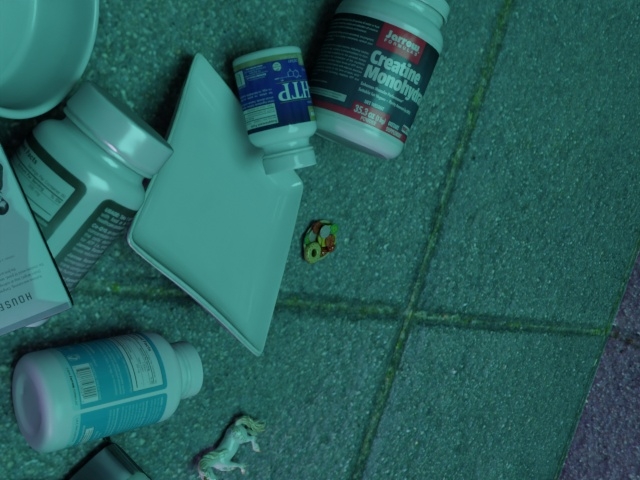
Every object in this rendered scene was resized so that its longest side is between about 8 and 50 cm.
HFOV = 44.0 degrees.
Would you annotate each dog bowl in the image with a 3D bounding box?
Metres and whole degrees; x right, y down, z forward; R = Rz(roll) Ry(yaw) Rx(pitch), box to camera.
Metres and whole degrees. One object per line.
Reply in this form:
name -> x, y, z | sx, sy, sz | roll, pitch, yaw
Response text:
dog bowl -> -0.374, -0.276, 0.900 | 0.265, 0.104, 0.264 | 13, 90, -71

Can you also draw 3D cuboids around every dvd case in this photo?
dvd case -> -0.404, 0.000, 0.871 | 0.179, 0.029, 0.238 | -22, 109, -12

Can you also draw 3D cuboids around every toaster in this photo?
toaster -> -0.343, 0.438, 1.288 | 0.168, 0.110, 0.185 | -45, 131, -22

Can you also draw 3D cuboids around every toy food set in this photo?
toy food set -> 0.000, 0.000, 1.494 | 0.083, 0.020, 0.082 | -13, 115, -39

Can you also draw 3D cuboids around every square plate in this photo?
square plate -> -0.153, -0.048, 1.223 | 0.344, 0.049, 0.347 | 50, 43, -45

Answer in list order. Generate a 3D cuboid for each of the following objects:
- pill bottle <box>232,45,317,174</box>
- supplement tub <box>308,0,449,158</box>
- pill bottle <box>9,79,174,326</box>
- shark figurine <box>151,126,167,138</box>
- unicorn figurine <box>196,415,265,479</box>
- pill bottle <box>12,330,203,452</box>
pill bottle -> -0.066, -0.203, 1.249 | 0.112, 0.112, 0.186 | -18, 98, -38
supplement tub -> 0.091, -0.291, 1.340 | 0.191, 0.191, 0.272 | 19, 94, -45
pill bottle -> -0.323, -0.047, 0.986 | 0.283, 0.161, 0.161 | -49, 135, 3
shark figurine -> -0.311, -0.092, 1.104 | 0.278, 0.116, 0.166 | -47, 131, -22
unicorn figurine -> -0.171, 0.398, 1.478 | 0.111, 0.060, 0.161 | 42, 60, -43
pill bottle -> -0.313, 0.220, 1.201 | 0.264, 0.146, 0.146 | -6, 111, -41
